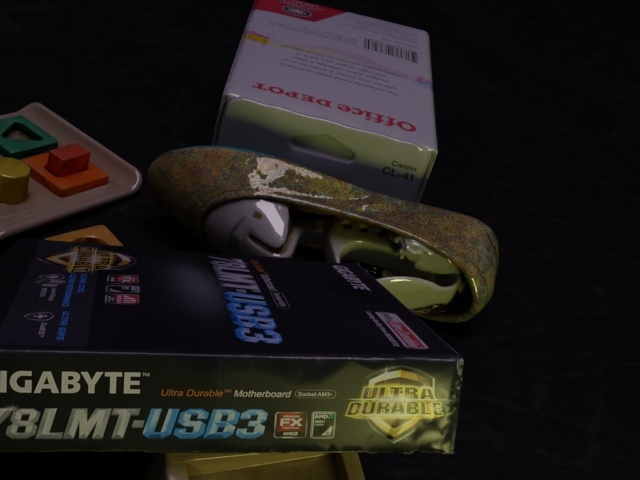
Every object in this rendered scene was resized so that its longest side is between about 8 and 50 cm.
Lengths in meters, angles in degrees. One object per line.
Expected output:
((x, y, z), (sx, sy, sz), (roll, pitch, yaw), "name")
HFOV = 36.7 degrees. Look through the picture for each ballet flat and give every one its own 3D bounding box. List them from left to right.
((0.000, 0.000, 0.903), (0.348, 0.123, 0.123), (14, 34, -5), "ballet flat")

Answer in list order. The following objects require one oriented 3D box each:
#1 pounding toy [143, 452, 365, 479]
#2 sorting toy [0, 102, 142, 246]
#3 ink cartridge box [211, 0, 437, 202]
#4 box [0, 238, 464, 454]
((-0.003, 0.230, 0.590), (0.181, 0.094, 0.206), (0, 55, -25), "pounding toy")
((-0.299, -0.079, 0.940), (0.347, 0.047, 0.196), (33, 37, 23), "sorting toy")
((0.006, -0.152, 1.098), (0.226, 0.131, 0.306), (14, 35, -4), "ink cartridge box")
((-0.083, 0.066, 0.689), (0.293, 0.073, 0.295), (2, 11, -10), "box")
